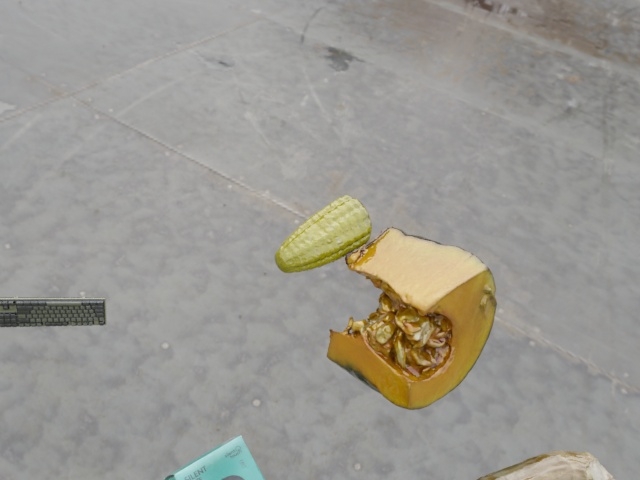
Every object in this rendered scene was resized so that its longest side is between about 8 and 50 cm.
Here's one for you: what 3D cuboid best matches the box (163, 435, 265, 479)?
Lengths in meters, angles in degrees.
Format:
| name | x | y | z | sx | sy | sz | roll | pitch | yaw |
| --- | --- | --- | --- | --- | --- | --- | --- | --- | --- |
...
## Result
| name | x | y | z | sx | sy | sz | roll | pitch | yaw |
| --- | --- | --- | --- | --- | --- | --- | --- | --- | --- |
| box | -0.224 | 0.674 | 1.404 | 0.205 | 0.118 | 0.311 | -19 | 70 | -39 |

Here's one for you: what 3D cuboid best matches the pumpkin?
| name | x | y | z | sx | sy | sz | roll | pitch | yaw |
| --- | --- | --- | --- | --- | --- | --- | --- | --- | --- |
| pumpkin | 0.172 | 0.144 | 1.066 | 0.256 | 0.303 | 0.225 | -3 | 23 | -40 |

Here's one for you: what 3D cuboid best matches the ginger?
| name | x | y | z | sx | sy | sz | roll | pitch | yaw |
| --- | --- | --- | --- | --- | --- | --- | --- | --- | --- |
| ginger | 0.123 | 0.245 | 0.474 | 0.294 | 0.131 | 0.086 | -20 | 62 | -22 |

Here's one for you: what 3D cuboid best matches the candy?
| name | x | y | z | sx | sy | sz | roll | pitch | yaw |
| --- | --- | --- | --- | --- | --- | --- | --- | --- | --- |
| candy | 0.000 | 0.000 | 1.071 | 0.199 | 0.094 | 0.106 | -31 | 70 | -19 |

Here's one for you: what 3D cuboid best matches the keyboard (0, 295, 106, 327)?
| name | x | y | z | sx | sy | sz | roll | pitch | yaw |
| --- | --- | --- | --- | --- | --- | --- | --- | --- | --- |
| keyboard | -0.344 | 0.092 | 0.726 | 0.129 | 0.049 | 0.015 | 2 | 41 | -17 |
